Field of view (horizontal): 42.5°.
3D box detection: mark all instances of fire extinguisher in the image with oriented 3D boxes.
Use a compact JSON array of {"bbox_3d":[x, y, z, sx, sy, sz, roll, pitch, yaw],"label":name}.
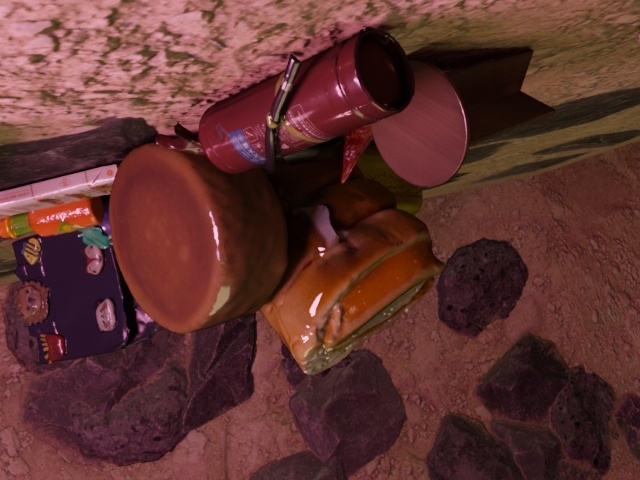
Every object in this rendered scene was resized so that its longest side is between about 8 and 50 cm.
[{"bbox_3d":[-0.059,-0.148,0.968,0.341,0.105,0.141,-15,148,43],"label":"fire extinguisher"}]

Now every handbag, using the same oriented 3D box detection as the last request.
[{"bbox_3d":[-0.559,0.118,1.900,0.329,0.303,0.122,-13,177,24],"label":"handbag"}]

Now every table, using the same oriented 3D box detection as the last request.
[{"bbox_3d":[0.204,-0.182,1.122,0.226,0.167,0.167,-22,-177,-37],"label":"table"}]

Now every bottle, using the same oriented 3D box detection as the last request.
[{"bbox_3d":[-0.480,-0.041,1.456,0.187,0.069,0.069,-12,178,9],"label":"bottle"}]

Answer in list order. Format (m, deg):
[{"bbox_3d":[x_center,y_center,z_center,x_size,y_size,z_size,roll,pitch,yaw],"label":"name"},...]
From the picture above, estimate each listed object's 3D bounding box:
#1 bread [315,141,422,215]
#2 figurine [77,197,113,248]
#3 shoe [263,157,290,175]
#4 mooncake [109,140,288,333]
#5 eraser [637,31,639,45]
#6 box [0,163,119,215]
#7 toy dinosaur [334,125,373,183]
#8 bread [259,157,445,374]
[{"bbox_3d":[0.094,-0.118,1.684,0.112,0.166,0.383,-2,-175,31],"label":"bread"},{"bbox_3d":[-0.384,-0.042,1.620,0.195,0.102,0.111,-15,166,-22],"label":"figurine"},{"bbox_3d":[-0.183,-0.075,1.580,0.316,0.124,0.159,-22,180,15],"label":"shoe"},{"bbox_3d":[-0.181,-0.012,1.232,0.284,0.284,0.155,-15,-179,43],"label":"mooncake"},{"bbox_3d":[0.573,-0.301,1.161,0.210,0.068,0.124,-16,176,37],"label":"eraser"},{"bbox_3d":[-0.415,-0.079,1.321,0.220,0.032,0.122,-13,177,1],"label":"box"},{"bbox_3d":[0.129,-0.164,1.406,0.206,0.113,0.327,-12,180,4],"label":"toy dinosaur"},{"bbox_3d":[0.000,0.000,1.342,0.300,0.341,0.210,-31,146,-12],"label":"bread"}]
